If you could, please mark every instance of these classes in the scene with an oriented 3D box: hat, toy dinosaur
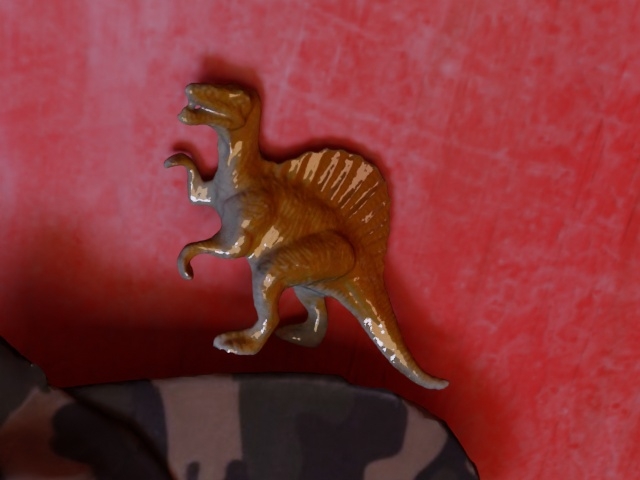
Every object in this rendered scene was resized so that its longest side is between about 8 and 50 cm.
[{"bbox_3d":[-0.094,0.237,0.646,0.382,0.257,0.366,11,134,1],"label":"hat"},{"bbox_3d":[-0.002,-0.001,0.644,0.212,0.057,0.142,15,103,-25],"label":"toy dinosaur"}]
